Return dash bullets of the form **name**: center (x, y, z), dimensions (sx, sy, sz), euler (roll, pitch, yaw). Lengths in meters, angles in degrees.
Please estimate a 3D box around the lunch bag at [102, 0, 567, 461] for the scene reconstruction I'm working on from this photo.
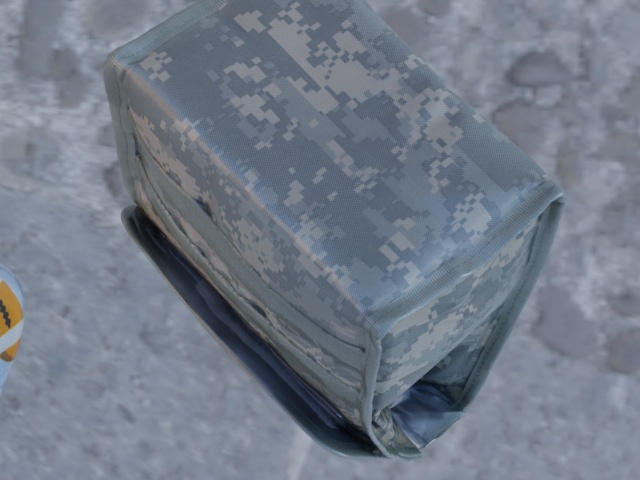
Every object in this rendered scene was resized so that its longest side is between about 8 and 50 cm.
- **lunch bag**: center (0.000, 0.000, 1.116), dimensions (0.169, 0.287, 0.235), euler (-37, 70, -18)

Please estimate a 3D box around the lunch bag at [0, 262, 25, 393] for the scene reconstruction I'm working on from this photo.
- **lunch bag**: center (-0.274, 0.093, 0.723), dimensions (0.303, 0.243, 0.115), euler (-63, 151, -13)
